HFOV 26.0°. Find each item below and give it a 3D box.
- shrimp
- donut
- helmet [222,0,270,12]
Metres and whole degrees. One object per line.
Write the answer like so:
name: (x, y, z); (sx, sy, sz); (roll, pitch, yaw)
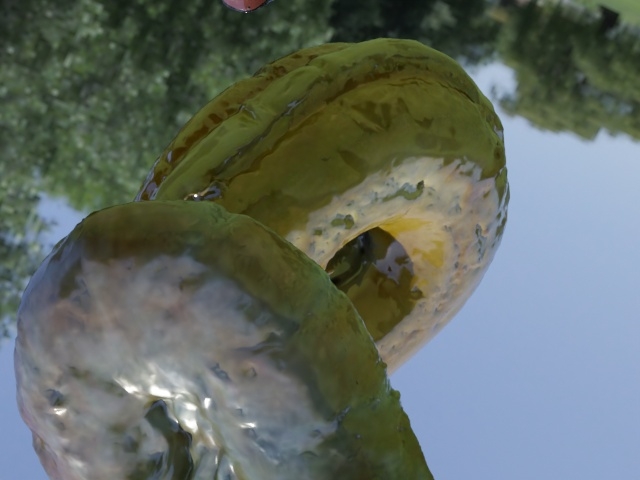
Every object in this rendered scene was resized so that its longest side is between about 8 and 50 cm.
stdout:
shrimp: (-0.027, 0.125, 0.620); (0.317, 0.168, 0.077); (66, -158, -16)
donut: (0.000, 0.000, 1.375); (0.449, 0.449, 0.198); (12, -154, -45)
helmet: (-0.070, -0.287, 1.483); (0.065, 0.049, 0.084); (28, -125, 31)
